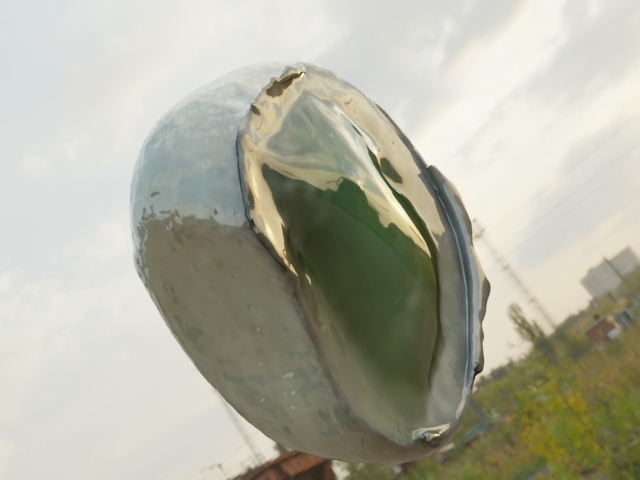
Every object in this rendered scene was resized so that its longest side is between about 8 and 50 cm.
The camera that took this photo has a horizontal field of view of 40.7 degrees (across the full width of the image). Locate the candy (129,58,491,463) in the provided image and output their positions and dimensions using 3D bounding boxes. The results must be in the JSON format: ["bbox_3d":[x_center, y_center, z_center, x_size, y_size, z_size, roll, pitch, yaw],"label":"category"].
[{"bbox_3d":[0.000,0.000,0.846,0.186,0.386,0.427,-33,19,37],"label":"candy"}]
